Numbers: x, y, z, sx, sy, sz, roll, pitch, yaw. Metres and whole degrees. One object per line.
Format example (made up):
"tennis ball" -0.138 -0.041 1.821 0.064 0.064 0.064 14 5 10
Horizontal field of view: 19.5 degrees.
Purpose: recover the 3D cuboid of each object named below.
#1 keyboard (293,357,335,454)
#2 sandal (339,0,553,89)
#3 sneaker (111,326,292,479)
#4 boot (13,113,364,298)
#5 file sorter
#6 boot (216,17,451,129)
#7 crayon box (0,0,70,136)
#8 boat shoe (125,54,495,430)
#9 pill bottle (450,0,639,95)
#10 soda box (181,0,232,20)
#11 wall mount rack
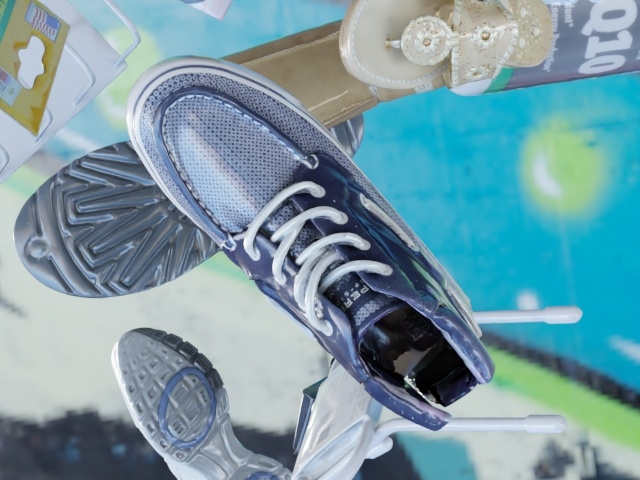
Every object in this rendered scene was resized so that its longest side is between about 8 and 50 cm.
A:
"keyboard" 0.027 0.169 2.086 0.023 0.108 0.180 18 -160 24
"sandal" 0.119 -0.157 1.367 0.079 0.088 0.240 3 -173 40
"sneaker" -0.140 0.223 2.038 0.111 0.297 0.129 -40 -165 -26
"boot" -0.133 -0.046 2.009 0.367 0.146 0.445 -22 -179 -4
"file sorter" -0.358 -0.180 2.002 0.278 0.193 0.173 -45 -173 -15
"boot" -0.018 -0.177 1.696 0.269 0.089 0.236 -20 -143 5
"crayon box" -0.387 -0.219 1.674 0.083 0.323 0.203 -40 -155 27
"boat shoe" 0.000 0.000 1.373 0.127 0.340 0.158 -48 -162 7
"pill bottle" 0.289 -0.263 1.830 0.361 0.204 0.204 -10 -170 -13
"soda box" -0.071 -0.285 1.593 0.063 0.183 0.058 25 -163 -7
"wall mount rack" 0.099 0.168 1.838 0.304 0.130 0.350 -41 -166 27
